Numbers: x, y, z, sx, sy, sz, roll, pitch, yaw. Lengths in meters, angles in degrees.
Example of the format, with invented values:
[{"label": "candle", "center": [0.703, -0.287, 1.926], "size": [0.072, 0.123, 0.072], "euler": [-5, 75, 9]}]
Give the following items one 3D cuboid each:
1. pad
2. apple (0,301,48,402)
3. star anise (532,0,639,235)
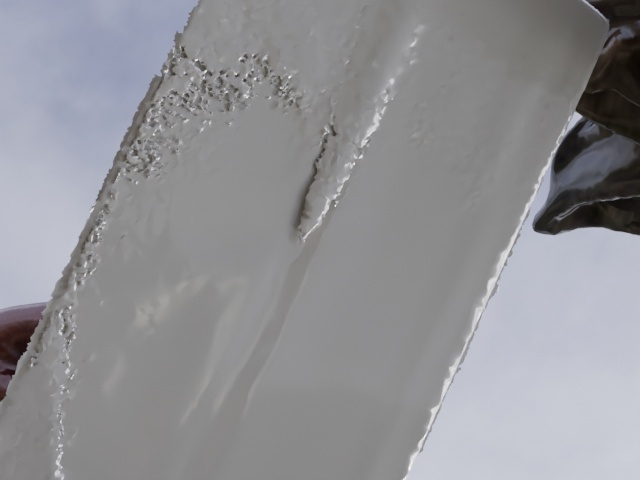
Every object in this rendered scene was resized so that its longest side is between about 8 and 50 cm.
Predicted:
[{"label": "pad", "center": [0.000, 0.000, 0.563], "size": [0.004, 0.156, 0.232], "euler": [17, -102, 49]}, {"label": "apple", "center": [-0.181, 0.110, 1.257], "size": [0.153, 0.153, 0.120], "euler": [18, -37, 13]}, {"label": "star anise", "center": [0.187, -0.054, 0.664], "size": [0.236, 0.109, 0.223], "euler": [19, -19, -26]}]
